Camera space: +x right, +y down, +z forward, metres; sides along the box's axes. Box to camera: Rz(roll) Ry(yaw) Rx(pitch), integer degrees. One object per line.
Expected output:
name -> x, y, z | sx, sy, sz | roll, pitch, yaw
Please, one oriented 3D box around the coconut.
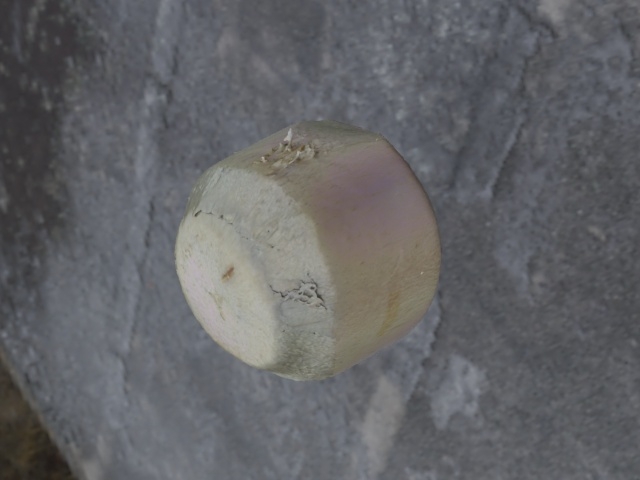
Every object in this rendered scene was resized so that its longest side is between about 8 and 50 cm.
coconut -> 0.000, 0.000, 1.071 | 0.224, 0.234, 0.224 | 36, 145, 30
